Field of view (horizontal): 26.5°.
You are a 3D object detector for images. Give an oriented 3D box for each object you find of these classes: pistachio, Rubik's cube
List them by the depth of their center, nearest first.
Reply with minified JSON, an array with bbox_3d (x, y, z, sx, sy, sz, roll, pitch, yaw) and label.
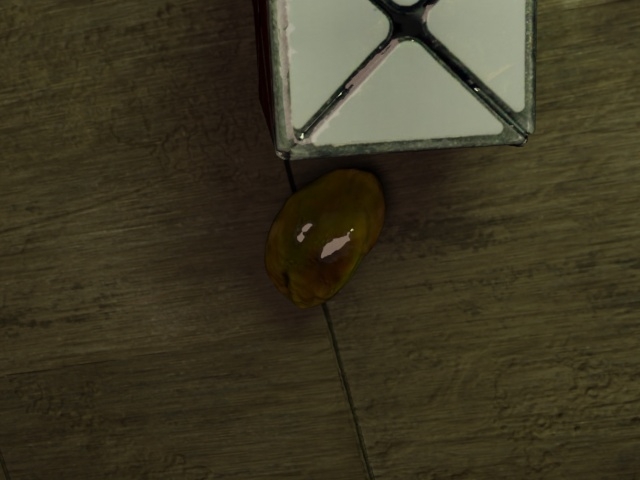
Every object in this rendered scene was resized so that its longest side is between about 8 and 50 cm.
[{"bbox_3d":[0.064,-0.231,1.329,0.260,0.259,0.255,-5,111,-3],"label":"Rubik's cube"},{"bbox_3d":[-0.002,-0.003,1.544,0.110,0.100,0.189,32,117,-9],"label":"pistachio"}]
